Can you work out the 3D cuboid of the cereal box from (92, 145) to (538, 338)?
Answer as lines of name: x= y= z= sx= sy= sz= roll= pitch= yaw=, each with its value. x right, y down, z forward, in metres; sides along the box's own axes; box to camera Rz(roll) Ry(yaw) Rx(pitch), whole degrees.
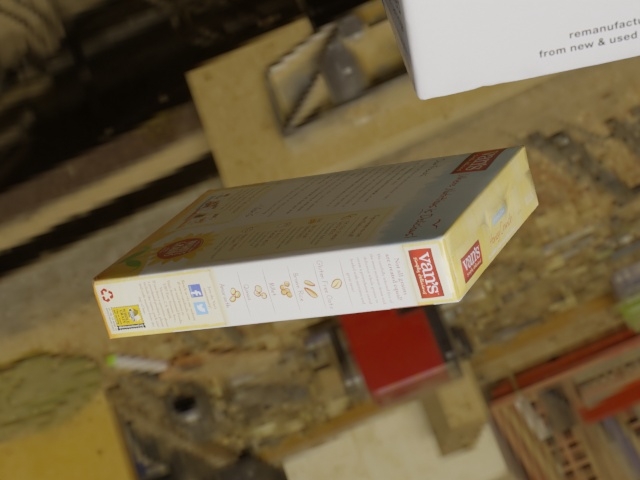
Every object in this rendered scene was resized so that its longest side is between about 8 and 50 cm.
cereal box: x=0.000 y=0.000 z=0.964 sx=0.240 sy=0.047 sz=0.173 roll=-6 pitch=-162 yaw=27

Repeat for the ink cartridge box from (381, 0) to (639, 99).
ink cartridge box: x=0.088 y=-0.208 z=0.603 sx=0.168 sy=0.171 sz=0.232 roll=-12 pitch=122 yaw=1
